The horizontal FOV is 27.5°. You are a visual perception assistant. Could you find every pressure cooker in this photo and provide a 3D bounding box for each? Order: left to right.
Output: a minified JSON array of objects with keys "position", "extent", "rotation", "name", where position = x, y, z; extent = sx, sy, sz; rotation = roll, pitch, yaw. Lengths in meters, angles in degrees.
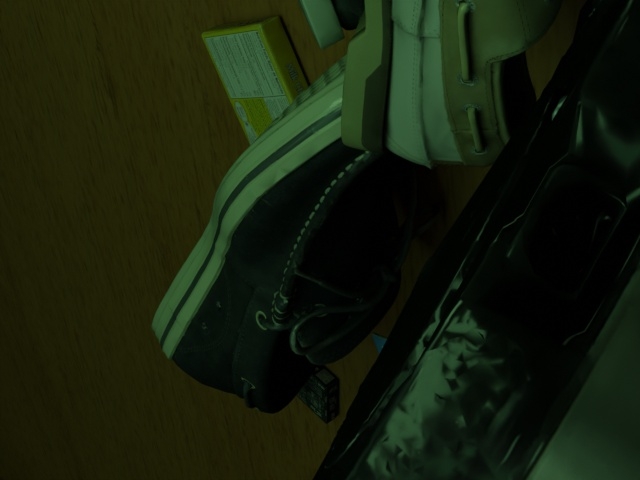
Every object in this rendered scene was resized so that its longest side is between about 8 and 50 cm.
[{"position":[0.221,0.123,0.531],"extent":[0.420,0.375,0.370],"rotation":[30,158,4],"name":"pressure cooker"}]

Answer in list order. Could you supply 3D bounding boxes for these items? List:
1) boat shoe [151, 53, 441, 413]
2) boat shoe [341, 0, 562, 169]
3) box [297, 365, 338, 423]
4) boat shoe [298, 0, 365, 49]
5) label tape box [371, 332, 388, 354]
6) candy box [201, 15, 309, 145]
[{"position":[0.000,0.000,1.029],"extent":[0.156,0.187,0.500],"rotation":[43,146,5],"name":"boat shoe"},{"position":[0.076,-0.146,0.641],"extent":[0.103,0.113,0.302],"rotation":[15,150,7],"name":"boat shoe"},{"position":[-0.014,0.149,1.405],"extent":[0.083,0.018,0.067],"rotation":[40,149,31],"name":"box"},{"position":[-0.007,-0.260,0.816],"extent":[0.302,0.091,0.114],"rotation":[68,179,-48],"name":"boat shoe"},{"position":[0.200,0.181,0.970],"extent":[0.334,0.106,0.240],"rotation":[23,138,59],"name":"label tape box"},{"position":[-0.032,-0.097,1.154],"extent":[0.105,0.027,0.206],"rotation":[5,123,54],"name":"candy box"}]
